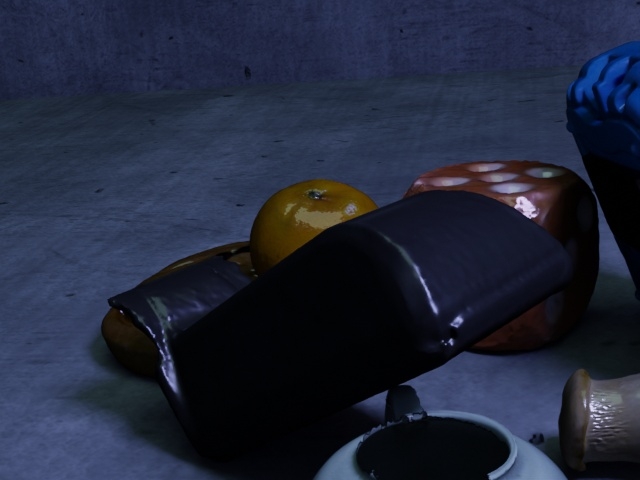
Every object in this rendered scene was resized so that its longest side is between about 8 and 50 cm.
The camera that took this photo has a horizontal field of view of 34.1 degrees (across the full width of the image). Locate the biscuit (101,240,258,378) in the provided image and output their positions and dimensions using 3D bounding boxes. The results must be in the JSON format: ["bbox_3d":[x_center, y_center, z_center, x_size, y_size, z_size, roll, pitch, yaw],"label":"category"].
[{"bbox_3d":[-0.070,0.066,1.221,0.314,0.063,0.367,1,19,24],"label":"biscuit"}]

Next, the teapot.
[{"bbox_3d":[0.078,0.188,0.693,0.193,0.130,0.294,-7,18,-6],"label":"teapot"}]

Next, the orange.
[{"bbox_3d":[0.000,0.000,1.124,0.156,0.124,0.156,-7,28,4],"label":"orange"}]

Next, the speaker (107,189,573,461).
[{"bbox_3d":[-0.007,0.048,0.878,0.180,0.184,0.388,-24,-6,-43],"label":"speaker"}]

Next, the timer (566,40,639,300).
[{"bbox_3d":[0.345,-0.034,0.990,0.115,0.309,0.340,-23,11,3],"label":"timer"}]

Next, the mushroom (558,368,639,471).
[{"bbox_3d":[0.315,0.137,0.836,0.246,0.096,0.108,-7,27,2],"label":"mushroom"}]

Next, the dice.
[{"bbox_3d":[0.195,0.011,1.140,0.174,0.174,0.179,7,18,36],"label":"dice"}]
